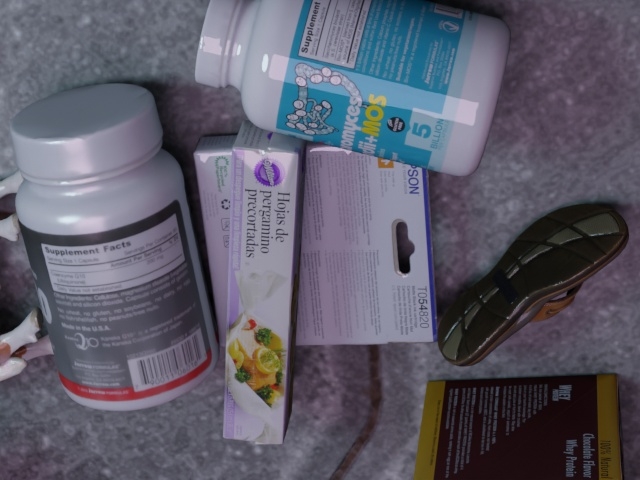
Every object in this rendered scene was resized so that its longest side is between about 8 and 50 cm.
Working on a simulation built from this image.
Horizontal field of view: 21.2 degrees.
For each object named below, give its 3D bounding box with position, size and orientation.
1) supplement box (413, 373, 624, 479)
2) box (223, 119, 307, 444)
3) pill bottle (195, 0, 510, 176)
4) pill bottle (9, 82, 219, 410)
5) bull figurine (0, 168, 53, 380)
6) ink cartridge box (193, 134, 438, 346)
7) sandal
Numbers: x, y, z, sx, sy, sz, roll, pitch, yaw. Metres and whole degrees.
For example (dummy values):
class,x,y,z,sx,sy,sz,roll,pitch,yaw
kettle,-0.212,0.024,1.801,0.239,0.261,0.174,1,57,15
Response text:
class,x,y,z,sx,sy,sz,roll,pitch,yaw
supplement box,0.199,0.237,1.669,0.194,0.191,0.129,-4,117,10
box,-0.054,0.045,1.626,0.063,0.067,0.324,6,118,4
pill bottle,0.027,-0.154,1.517,0.264,0.146,0.146,14,119,2
pill bottle,-0.198,0.005,1.628,0.161,0.161,0.283,-5,116,11
bull figurine,-0.371,0.014,1.693,0.188,0.101,0.310,-5,116,9
ink cartridge box,0.000,0.000,1.658,0.224,0.045,0.223,0,118,8
sandal,0.207,0.048,1.631,0.219,0.090,0.060,-45,132,17
